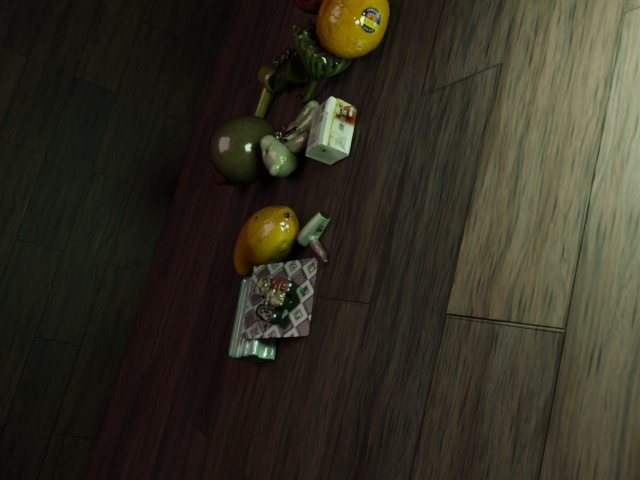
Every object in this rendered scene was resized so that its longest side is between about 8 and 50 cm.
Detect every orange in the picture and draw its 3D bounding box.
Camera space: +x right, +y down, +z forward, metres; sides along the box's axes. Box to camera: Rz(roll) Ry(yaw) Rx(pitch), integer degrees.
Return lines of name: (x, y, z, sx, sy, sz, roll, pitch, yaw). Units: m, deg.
orange: (0.091, -0.615, 1.555, 0.219, 0.193, 0.219, -16, 68, 46)

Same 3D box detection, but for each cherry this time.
cherry: (-0.009, -0.873, 1.939, 0.249, 0.192, 0.175, -118, 17, -48)

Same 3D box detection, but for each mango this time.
mango: (-0.172, -0.003, 1.704, 0.359, 0.144, 0.186, -28, 46, 58)

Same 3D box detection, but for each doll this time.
doll: (-0.095, -0.337, 1.806, 0.278, 0.149, 0.175, -52, -4, 9)

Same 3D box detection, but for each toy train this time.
toy train: (-0.115, -0.631, 2.079, 0.225, 0.090, 0.137, -179, 91, -68)

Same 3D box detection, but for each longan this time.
longan: (-0.275, -0.330, 2.010, 0.258, 0.258, 0.257, -42, 38, 45)

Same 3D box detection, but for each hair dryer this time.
hair dryer: (-0.003, 0.006, 1.492, 0.106, 0.054, 0.154, -48, 43, 30)
hair dryer: (-0.227, -0.567, 2.279, 0.278, 0.090, 0.135, -68, 27, 19)

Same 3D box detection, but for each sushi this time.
sushi: (-0.125, 0.150, 1.508, 0.232, 0.047, 0.219, -9, 62, 33)

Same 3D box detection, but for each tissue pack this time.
tissue pack: (0.031, -0.304, 1.560, 0.106, 0.099, 0.148, -20, 56, 61)

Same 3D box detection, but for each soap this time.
soap: (-0.179, 0.223, 1.629, 0.150, 0.094, 0.261, -21, 53, 49)

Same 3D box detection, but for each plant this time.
plant: (0.012, -0.548, 1.815, 0.333, 0.180, 0.251, 89, 170, -50)

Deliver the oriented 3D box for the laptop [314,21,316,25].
laptop: (-0.028, -0.748, 2.080, 0.197, 0.016, 0.135, -21, 56, 59)

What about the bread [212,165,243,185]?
bread: (-0.352, -0.346, 2.259, 0.270, 0.148, 0.269, -31, 55, 58)
